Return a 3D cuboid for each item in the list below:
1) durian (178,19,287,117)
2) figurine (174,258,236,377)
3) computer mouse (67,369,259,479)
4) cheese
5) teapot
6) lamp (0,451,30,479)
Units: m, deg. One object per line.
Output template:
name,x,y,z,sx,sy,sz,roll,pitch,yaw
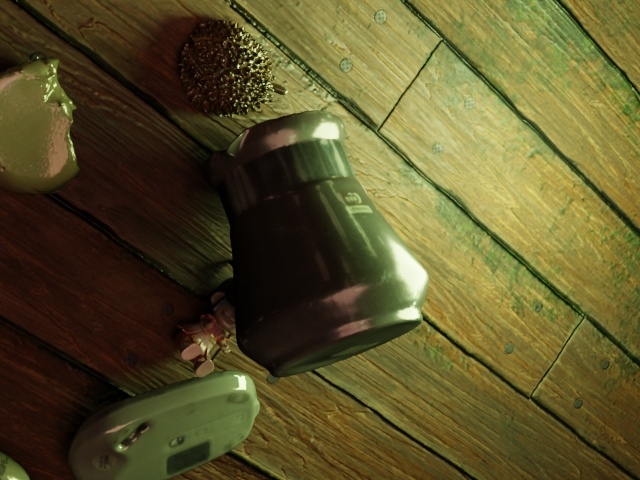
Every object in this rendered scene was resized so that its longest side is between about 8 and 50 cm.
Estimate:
durian,-0.125,-0.255,1.740,0.188,0.091,0.148,18,96,-34
figurine,-0.158,0.121,1.841,0.195,0.102,0.111,-38,123,-10
computer mouse,-0.255,0.306,1.843,0.331,0.095,0.197,-14,133,-31
cheese,-0.425,-0.153,1.606,0.175,0.091,0.202,-29,119,-19
teapot,0.000,0.000,1.750,0.376,0.305,0.361,2,66,-59
lamp,-0.522,0.361,1.715,0.250,0.101,0.101,31,89,-21
